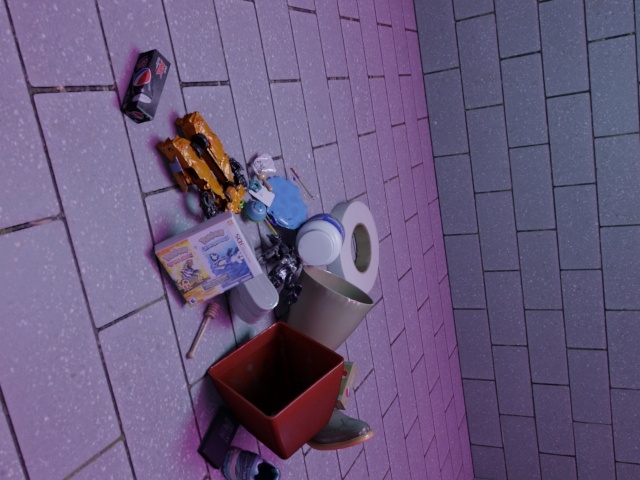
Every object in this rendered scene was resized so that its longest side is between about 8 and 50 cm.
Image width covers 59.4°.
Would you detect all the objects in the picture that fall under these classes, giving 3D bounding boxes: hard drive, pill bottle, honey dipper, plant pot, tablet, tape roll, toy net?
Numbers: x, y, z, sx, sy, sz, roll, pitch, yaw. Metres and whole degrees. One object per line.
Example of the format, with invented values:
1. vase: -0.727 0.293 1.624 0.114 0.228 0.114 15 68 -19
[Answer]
1. hard drive: -0.270 0.528 1.506 0.094 0.022 0.135 64 35 -36
2. pill bottle: 0.000 0.000 1.857 0.272 0.152 0.152 -62 144 -77
3. honey dipper: -0.307 0.235 1.466 0.030 0.030 0.160 59 41 -41
4. plant pot: -0.106 0.425 1.539 0.267 0.267 0.235 -32 129 -34
5. tablet: -0.181 -0.146 1.732 0.083 0.006 0.054 37 50 -21
6. tape roll: 0.136 0.033 2.280 0.392 0.072 0.392 13 75 -60
7. toy net: -0.202 -0.170 1.694 0.122 0.045 0.232 21 56 -21
8. plant pot: -0.001 0.259 1.802 0.256 0.256 0.274 11 107 -61

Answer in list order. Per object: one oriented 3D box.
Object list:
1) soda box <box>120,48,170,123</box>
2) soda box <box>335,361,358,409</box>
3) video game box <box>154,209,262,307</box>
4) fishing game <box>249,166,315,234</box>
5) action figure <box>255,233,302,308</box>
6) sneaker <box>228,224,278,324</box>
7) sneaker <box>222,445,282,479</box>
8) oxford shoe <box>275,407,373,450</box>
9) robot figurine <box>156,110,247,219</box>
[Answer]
1. soda box: -0.408 -0.362 1.317 0.060 0.053 0.169 42 51 -53
2. soda box: 0.089 0.551 2.142 0.061 0.058 0.181 65 35 -34
3. video game box: -0.272 0.047 1.386 0.187 0.205 0.048 66 -4 -31
4. fishing game: -0.117 -0.120 1.815 0.189 0.041 0.264 52 41 -12
5. action figure: -0.131 0.083 1.703 0.164 0.141 0.275 51 9 -24
6. sneaker: -0.234 0.094 1.553 0.108 0.169 0.292 -19 71 -33
7. sneaker: -0.161 0.681 1.587 0.283 0.122 0.110 56 40 -43
8. oxford shoe: -0.005 0.526 1.659 0.130 0.364 0.132 -11 93 -50
9. robot figurine: -0.296 -0.179 1.475 0.291 0.085 0.211 62 37 -37
